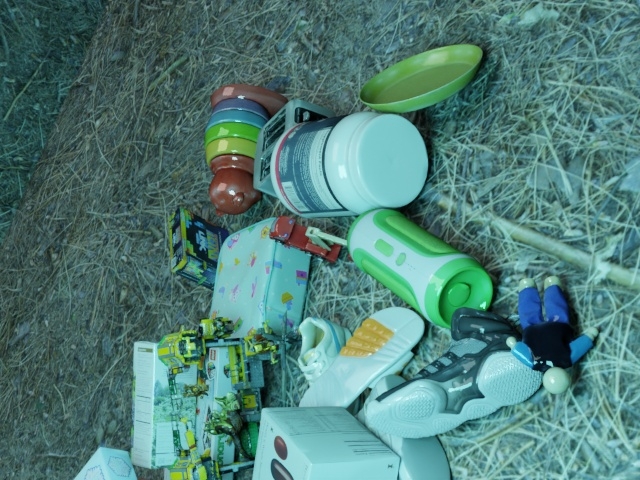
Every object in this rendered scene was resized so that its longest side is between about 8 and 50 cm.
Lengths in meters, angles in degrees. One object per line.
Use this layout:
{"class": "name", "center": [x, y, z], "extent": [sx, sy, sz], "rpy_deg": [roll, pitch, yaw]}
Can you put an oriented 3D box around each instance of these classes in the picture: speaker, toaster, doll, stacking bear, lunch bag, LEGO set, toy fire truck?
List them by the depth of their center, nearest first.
{"class": "doll", "center": [0.327, 0.134, 1.484], "extent": [0.129, 0.046, 0.189], "rpy_deg": [-4, 46, 8]}
{"class": "speaker", "center": [0.159, 0.042, 1.739], "extent": [0.131, 0.131, 0.296], "rpy_deg": [-60, 33, 4]}
{"class": "LEGO set", "center": [-0.138, 0.284, 1.838], "extent": [0.192, 0.255, 0.331], "rpy_deg": [-17, 70, 48]}
{"class": "toy fire truck", "center": [0.000, 0.000, 1.981], "extent": [0.135, 0.192, 0.047], "rpy_deg": [132, 159, -77]}
{"class": "lunch bag", "center": [-0.127, 0.100, 2.112], "extent": [0.224, 0.108, 0.279], "rpy_deg": [-25, 48, 46]}
{"class": "toaster", "center": [-0.055, -0.182, 2.197], "extent": [0.185, 0.110, 0.168], "rpy_deg": [-37, 41, 47]}
{"class": "stacking bear", "center": [-0.185, -0.192, 2.368], "extent": [0.175, 0.164, 0.289], "rpy_deg": [-24, 53, 44]}

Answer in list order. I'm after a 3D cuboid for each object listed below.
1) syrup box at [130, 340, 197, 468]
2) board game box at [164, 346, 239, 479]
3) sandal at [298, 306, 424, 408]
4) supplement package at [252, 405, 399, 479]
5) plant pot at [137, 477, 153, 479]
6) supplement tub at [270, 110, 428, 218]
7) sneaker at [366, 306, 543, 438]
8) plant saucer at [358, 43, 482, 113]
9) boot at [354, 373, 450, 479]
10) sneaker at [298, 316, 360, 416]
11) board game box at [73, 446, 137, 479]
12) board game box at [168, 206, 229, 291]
{"class": "syrup box", "center": [-0.300, 0.312, 2.009], "extent": [0.096, 0.093, 0.237], "rpy_deg": [-6, 82, 55]}
{"class": "board game box", "center": [-0.233, 0.350, 2.039], "extent": [0.193, 0.053, 0.305], "rpy_deg": [1, 88, 55]}
{"class": "sandal", "center": [0.073, 0.221, 1.765], "extent": [0.265, 0.076, 0.102], "rpy_deg": [-44, 48, 2]}
{"class": "supplement package", "center": [-0.002, 0.382, 1.606], "extent": [0.203, 0.149, 0.194], "rpy_deg": [-150, 65, -62]}
{"class": "plant pot", "center": [-0.398, 0.622, 1.996], "extent": [0.275, 0.275, 0.243], "rpy_deg": [-41, 49, 30]}
{"class": "supplement tub", "center": [0.050, -0.139, 1.962], "extent": [0.272, 0.191, 0.191], "rpy_deg": [-1, 66, 53]}
{"class": "sneaker", "center": [0.194, 0.194, 1.574], "extent": [0.268, 0.101, 0.153], "rpy_deg": [-21, 38, 14]}
{"class": "plant saucer", "center": [0.189, -0.293, 1.934], "extent": [0.241, 0.037, 0.241], "rpy_deg": [-19, 25, 9]}
{"class": "boot", "center": [0.117, 0.337, 1.636], "extent": [0.123, 0.095, 0.258], "rpy_deg": [-55, 26, 26]}
{"class": "sneaker", "center": [0.007, 0.239, 1.840], "extent": [0.087, 0.092, 0.229], "rpy_deg": [-38, 41, 30]}
{"class": "board game box", "center": [-0.394, 0.576, 1.774], "extent": [0.319, 0.066, 0.318], "rpy_deg": [-51, 44, 18]}
{"class": "board game box", "center": [-0.265, 0.022, 2.326], "extent": [0.048, 0.141, 0.170], "rpy_deg": [-43, 37, 29]}
